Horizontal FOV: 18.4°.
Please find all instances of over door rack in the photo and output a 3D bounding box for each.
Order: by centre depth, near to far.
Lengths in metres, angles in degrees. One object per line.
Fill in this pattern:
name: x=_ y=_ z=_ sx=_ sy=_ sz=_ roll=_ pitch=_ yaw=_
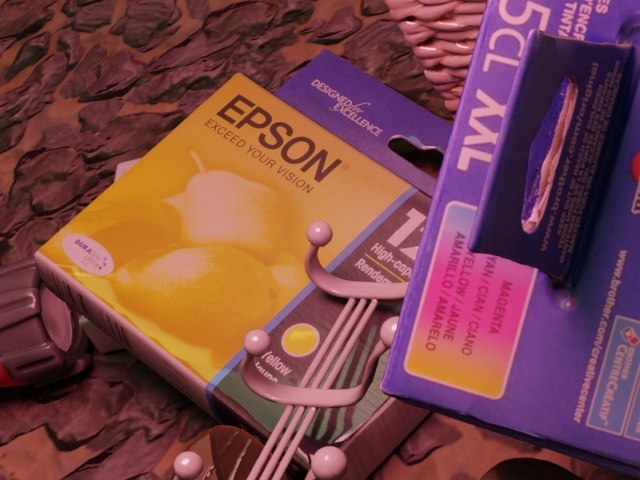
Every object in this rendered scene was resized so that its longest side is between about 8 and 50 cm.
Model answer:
over door rack: x=0.094 y=0.097 z=1.234 sx=0.324 sy=0.108 sz=0.239 roll=11 pitch=47 yaw=22

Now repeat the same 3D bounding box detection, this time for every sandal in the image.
sandal: x=-0.022 y=0.209 z=1.316 sx=0.219 sy=0.060 sz=0.090 roll=34 pitch=74 yaw=33

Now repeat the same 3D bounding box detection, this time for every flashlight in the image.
flashlight: x=-0.334 y=0.097 z=1.602 sx=0.304 sy=0.103 sz=0.103 roll=-17 pitch=44 yaw=21

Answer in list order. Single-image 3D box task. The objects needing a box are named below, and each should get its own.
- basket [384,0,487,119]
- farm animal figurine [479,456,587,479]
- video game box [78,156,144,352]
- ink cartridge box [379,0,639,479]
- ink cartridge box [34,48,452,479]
basket: x=0.237 y=-0.266 z=1.510 sx=0.331 sy=0.266 sz=0.328 roll=-1 pitch=46 yaw=30
farm animal figurine: x=0.242 y=0.219 z=0.964 sx=0.326 sy=0.330 sz=0.172 roll=-26 pitch=6 yaw=27
video game box: x=-0.081 y=-0.007 z=1.593 sx=0.205 sy=0.048 sz=0.187 roll=-12 pitch=40 yaw=20
ink cartridge box: x=0.152 y=-0.042 z=1.000 sx=0.151 sy=0.395 sz=0.270 roll=16 pitch=96 yaw=9
ink cartridge box: x=0.000 y=0.000 z=1.459 sx=0.303 sy=0.072 sz=0.307 roll=34 pitch=70 yaw=31
